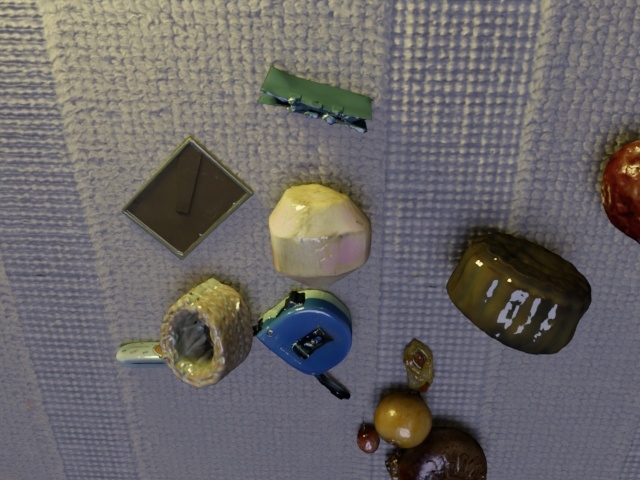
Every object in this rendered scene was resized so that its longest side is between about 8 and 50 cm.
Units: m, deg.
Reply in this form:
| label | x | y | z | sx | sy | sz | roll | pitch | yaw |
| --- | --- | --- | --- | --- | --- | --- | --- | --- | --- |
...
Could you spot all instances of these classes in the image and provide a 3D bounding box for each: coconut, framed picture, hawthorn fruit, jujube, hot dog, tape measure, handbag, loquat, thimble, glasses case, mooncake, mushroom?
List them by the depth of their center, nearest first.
| label | x | y | z | sx | sy | sz | roll | pitch | yaw |
| --- | --- | --- | --- | --- | --- | --- | --- | --- | --- |
| handbag | -0.008 | -0.269 | 1.234 | 0.221 | 0.144 | 0.057 | 16 | 117 | -5 |
| jujube | 0.692 | -0.086 | 1.290 | 0.197 | 0.197 | 0.290 | -32 | 128 | 19 |
| mooncake | 0.424 | 0.104 | 1.346 | 0.290 | 0.290 | 0.161 | 19 | 114 | -8 |
| coconut | 0.000 | 0.000 | 1.357 | 0.236 | 0.197 | 0.237 | -1 | 116 | -2 |
| framed picture | -0.304 | -0.087 | 1.418 | 0.189 | 0.023 | 0.260 | 41 | 113 | -19 |
| thimble | -0.269 | 0.225 | 1.491 | 0.196 | 0.148 | 0.229 | 28 | 119 | 13 |
| tape measure | 0.018 | 0.272 | 1.568 | 0.215 | 0.098 | 0.351 | -40 | 113 | 22 |
| hot dog | 0.256 | 0.334 | 1.608 | 0.078 | 0.061 | 0.169 | -12 | 118 | 7 |
| glasses case | -0.433 | 0.293 | 1.611 | 0.178 | 0.067 | 0.045 | -1 | 119 | 3 |
| loquat | 0.215 | 0.466 | 1.637 | 0.163 | 0.163 | 0.137 | -20 | 125 | 13 |
| mushroom | 0.318 | 0.637 | 1.719 | 0.278 | 0.163 | 0.297 | -10 | 120 | 7 |
| hawthorn fruit | 0.125 | 0.532 | 1.726 | 0.066 | 0.067 | 0.103 | -19 | 107 | 13 |
